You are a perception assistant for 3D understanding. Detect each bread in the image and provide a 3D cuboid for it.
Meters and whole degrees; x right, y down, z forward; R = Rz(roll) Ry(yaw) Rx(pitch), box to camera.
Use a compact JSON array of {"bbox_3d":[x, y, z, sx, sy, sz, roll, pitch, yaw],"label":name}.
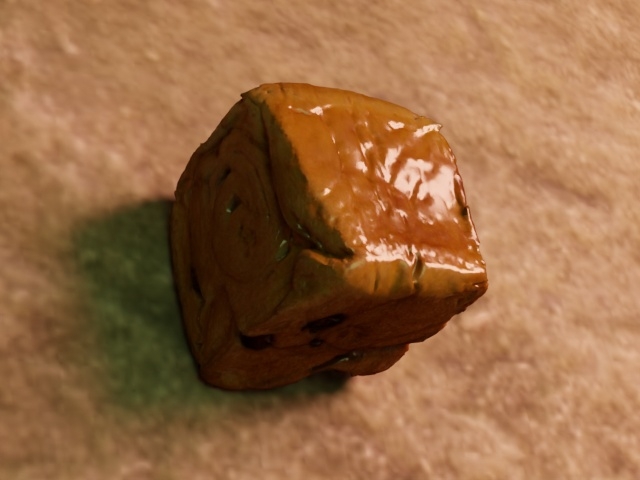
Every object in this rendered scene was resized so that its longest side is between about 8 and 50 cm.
[{"bbox_3d":[0.000,0.000,0.945,0.143,0.149,0.158,4,52,-34],"label":"bread"}]
